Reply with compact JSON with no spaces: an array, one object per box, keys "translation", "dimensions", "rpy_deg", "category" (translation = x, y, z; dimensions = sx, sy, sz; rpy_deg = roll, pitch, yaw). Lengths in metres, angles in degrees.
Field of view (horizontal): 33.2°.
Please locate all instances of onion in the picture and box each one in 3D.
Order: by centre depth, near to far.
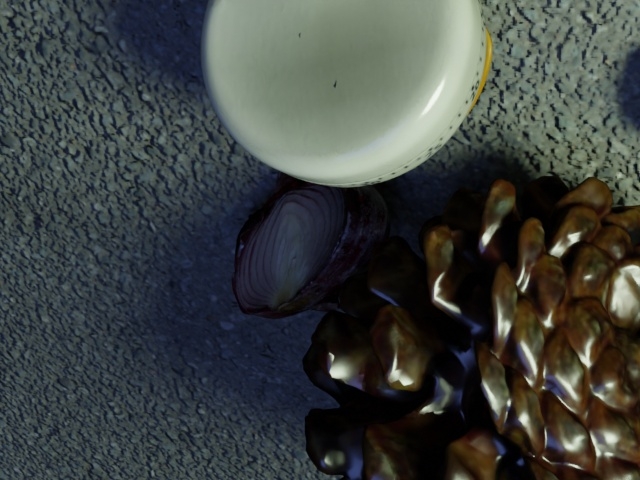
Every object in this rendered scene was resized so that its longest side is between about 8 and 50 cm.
[{"translation":[0.000,0.000,1.076],"dimensions":[0.098,0.151,0.206],"rpy_deg":[13,154,-35],"category":"onion"}]

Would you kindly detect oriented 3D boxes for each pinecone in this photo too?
[{"translation":[0.162,0.141,0.948],"dimensions":[0.398,0.397,0.397],"rpy_deg":[10,129,12],"category":"pinecone"}]

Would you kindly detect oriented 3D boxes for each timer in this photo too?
[{"translation":[0.010,-0.163,0.848],"dimensions":[0.234,0.240,0.233],"rpy_deg":[-2,83,22],"category":"timer"}]
